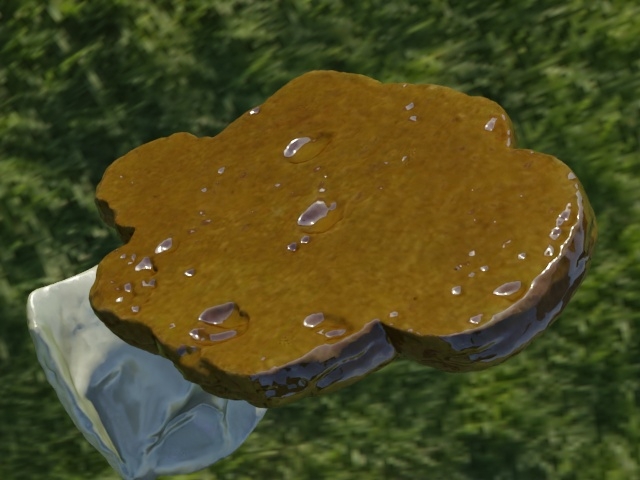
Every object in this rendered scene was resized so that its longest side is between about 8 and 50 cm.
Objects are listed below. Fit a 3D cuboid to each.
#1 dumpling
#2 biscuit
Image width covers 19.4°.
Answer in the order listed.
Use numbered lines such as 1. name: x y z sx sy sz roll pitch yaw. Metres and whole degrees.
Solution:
1. dumpling: -0.118 0.094 1.480 0.252 0.131 0.179 -14 80 -48
2. biscuit: 0.000 0.000 0.919 0.208 0.290 0.041 -49 133 -29
